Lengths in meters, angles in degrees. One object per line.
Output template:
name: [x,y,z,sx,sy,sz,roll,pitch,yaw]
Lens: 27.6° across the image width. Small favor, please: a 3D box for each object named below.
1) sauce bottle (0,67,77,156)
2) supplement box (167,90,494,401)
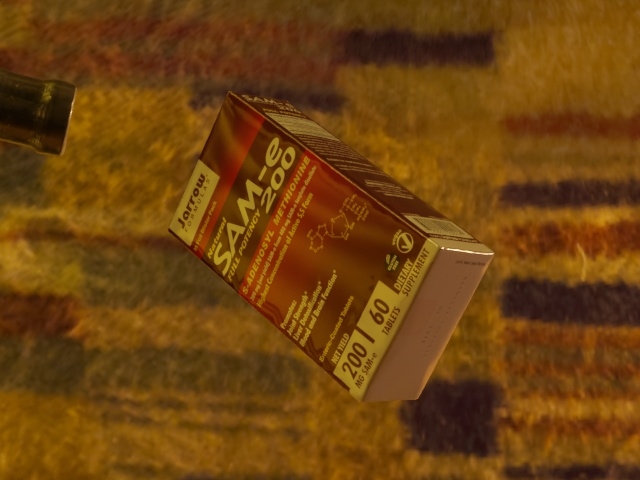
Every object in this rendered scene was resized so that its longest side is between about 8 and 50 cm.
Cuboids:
sauce bottle: [-0.396,-0.149,1.178,0.344,0.111,0.111,12,113,-14]
supplement box: [0.000,0.000,0.971,0.239,0.073,0.130,38,111,37]
